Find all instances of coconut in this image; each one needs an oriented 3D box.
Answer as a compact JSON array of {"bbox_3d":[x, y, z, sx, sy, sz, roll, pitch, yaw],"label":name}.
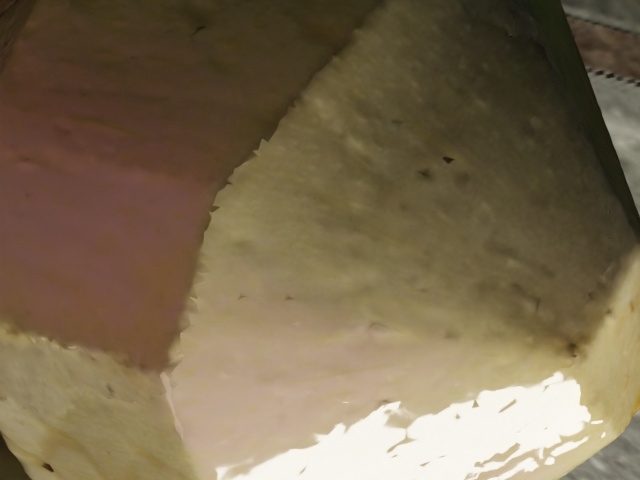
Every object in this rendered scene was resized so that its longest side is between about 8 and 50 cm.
[{"bbox_3d":[0.000,0.000,0.614,0.259,0.259,0.259,30,152,18],"label":"coconut"}]

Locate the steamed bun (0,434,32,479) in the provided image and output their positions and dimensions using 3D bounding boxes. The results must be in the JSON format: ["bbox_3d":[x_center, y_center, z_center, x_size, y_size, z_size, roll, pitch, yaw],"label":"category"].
[{"bbox_3d":[-0.140,0.105,0.931,0.342,0.255,0.367,6,140,44],"label":"steamed bun"}]
